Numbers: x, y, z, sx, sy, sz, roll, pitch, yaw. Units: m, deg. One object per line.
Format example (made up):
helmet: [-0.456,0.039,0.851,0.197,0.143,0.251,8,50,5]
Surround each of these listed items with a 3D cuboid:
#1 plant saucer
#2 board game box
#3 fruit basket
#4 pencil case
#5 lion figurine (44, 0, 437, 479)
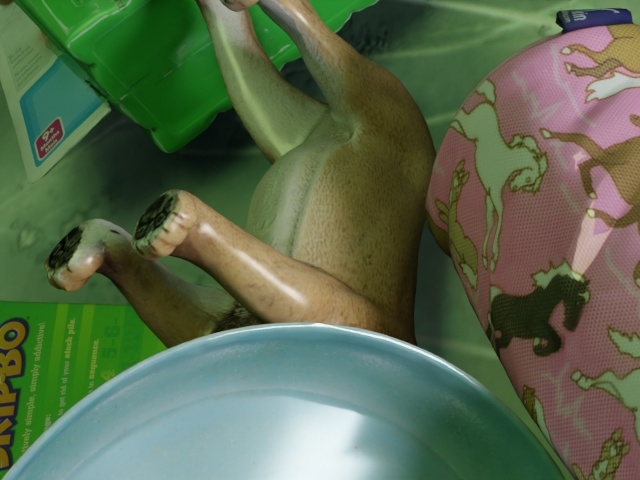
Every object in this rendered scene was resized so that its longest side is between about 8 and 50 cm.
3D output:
plant saucer: [-0.016,0.193,0.675,0.043,0.317,0.318,-8,52,63]
board game box: [-0.126,0.097,0.962,0.259,0.039,0.124,2,62,30]
fruit basket: [-0.101,-0.235,1.075,0.327,0.165,0.353,-35,45,9]
pencil case: [0.189,0.066,0.700,0.167,0.160,0.386,-58,41,30]
lion figurine: [0.000,0.000,0.840,0.142,0.240,0.392,-23,39,42]
